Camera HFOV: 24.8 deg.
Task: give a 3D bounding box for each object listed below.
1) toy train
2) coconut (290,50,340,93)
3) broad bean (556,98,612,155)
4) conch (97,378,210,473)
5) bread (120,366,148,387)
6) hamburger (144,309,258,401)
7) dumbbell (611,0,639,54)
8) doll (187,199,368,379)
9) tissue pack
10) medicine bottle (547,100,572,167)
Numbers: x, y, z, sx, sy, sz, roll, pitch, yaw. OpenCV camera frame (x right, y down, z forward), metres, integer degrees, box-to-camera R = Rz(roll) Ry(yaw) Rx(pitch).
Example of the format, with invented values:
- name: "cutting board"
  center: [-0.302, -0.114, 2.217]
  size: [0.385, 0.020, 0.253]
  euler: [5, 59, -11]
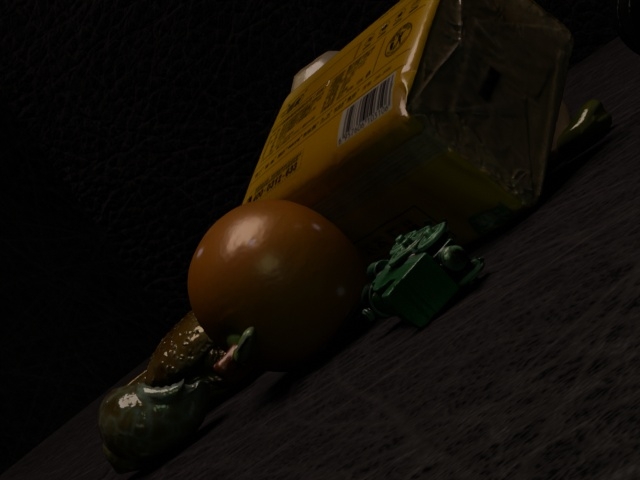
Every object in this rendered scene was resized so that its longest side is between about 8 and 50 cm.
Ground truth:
- name: "toy train"
  center: [0.094, 0.039, 1.441]
  size: [0.104, 0.071, 0.178]
  euler: [-47, 6, -12]
- name: "coconut"
  center: [0.080, -0.176, 2.542]
  size: [0.353, 0.352, 0.352]
  euler: [-36, 2, 2]
- name: "broad bean"
  center: [0.334, -0.142, 1.849]
  size: [0.083, 0.045, 0.063]
  euler: [-44, 2, -8]
- name: "conch"
  center: [-0.208, 0.221, 1.770]
  size: [0.173, 0.106, 0.116]
  euler: [-20, -2, 14]
- name: "bread"
  center: [-0.210, 0.204, 2.218]
  size: [0.269, 0.098, 0.087]
  euler: [-38, -39, -25]
- name: "hamburger"
  center: [-0.156, 0.155, 2.003]
  size: [0.215, 0.122, 0.189]
  euler: [-37, 4, 36]
- name: "dumbbell"
  center: [0.468, -0.309, 1.924]
  size: [0.152, 0.152, 0.218]
  euler: [-35, 2, 11]
- name: "doll"
  center: [-0.067, 0.071, 1.663]
  size: [0.213, 0.213, 0.236]
  euler: [-33, 18, 51]
- name: "tissue pack"
  center: [0.101, -0.119, 1.789]
  size: [0.382, 0.228, 0.293]
  euler: [-33, 31, 48]
- name: "medicine bottle"
  center: [0.244, -0.128, 1.989]
  size: [0.114, 0.114, 0.252]
  euler: [-37, 3, -20]
